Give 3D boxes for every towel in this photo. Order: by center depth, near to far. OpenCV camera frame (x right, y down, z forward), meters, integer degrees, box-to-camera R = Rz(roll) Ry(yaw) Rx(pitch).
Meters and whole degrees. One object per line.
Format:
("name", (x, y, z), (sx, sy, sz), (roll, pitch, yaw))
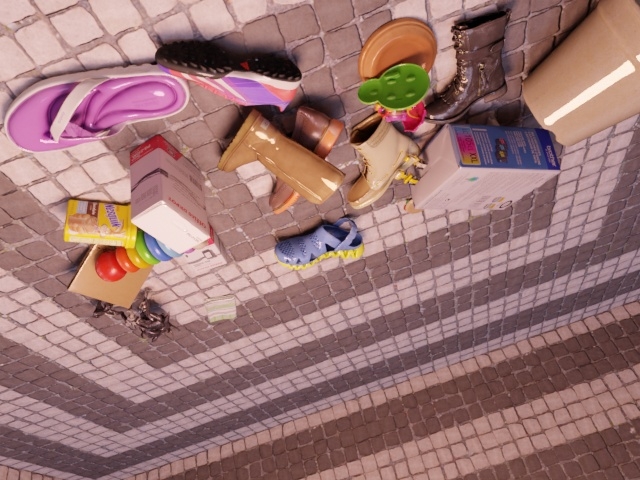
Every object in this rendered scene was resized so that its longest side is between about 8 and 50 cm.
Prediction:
("towel", (-0.374, 0.260, 1.841), (0.113, 0.023, 0.152), (-8, 142, -11))

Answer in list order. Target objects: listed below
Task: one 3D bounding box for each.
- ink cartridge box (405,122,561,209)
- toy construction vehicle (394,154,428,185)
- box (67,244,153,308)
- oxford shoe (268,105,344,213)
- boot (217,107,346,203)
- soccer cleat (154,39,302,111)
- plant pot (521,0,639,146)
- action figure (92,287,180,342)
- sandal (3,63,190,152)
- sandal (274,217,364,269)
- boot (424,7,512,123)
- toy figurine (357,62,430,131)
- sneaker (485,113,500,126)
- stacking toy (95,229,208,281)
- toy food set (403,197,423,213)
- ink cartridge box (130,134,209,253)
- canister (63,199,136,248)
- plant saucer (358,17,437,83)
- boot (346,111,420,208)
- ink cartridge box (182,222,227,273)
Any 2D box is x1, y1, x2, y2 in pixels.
("ink cartridge box", (0.491, -0.204, 1.429), (0.394, 0.151, 0.270), (1, 160, -17))
("toy construction vehicle", (0.254, -0.201, 1.379), (0.098, 0.035, 0.086), (4, 138, -38))
("box", (-0.632, 0.107, 1.480), (0.201, 0.021, 0.165), (31, 90, -45))
("oxford shoe", (-0.074, -0.213, 1.317), (0.132, 0.130, 0.364), (31, 134, -8))
("boot", (-0.107, -0.174, 1.220), (0.269, 0.089, 0.236), (35, 146, -14))
("soccer cleat", (-0.201, -0.352, 1.077), (0.317, 0.109, 0.116), (0, 144, -25))
("plant pot", (0.697, -0.412, 1.218), (0.333, 0.334, 0.305), (14, 145, -34))
("action figure", (-0.601, 0.241, 1.637), (0.275, 0.141, 0.164), (25, 126, -22))
("sandal", (-0.489, -0.277, 1.053), (0.415, 0.102, 0.169), (-19, 143, 2))
("sandal", (0.000, 0.000, 1.594), (0.317, 0.126, 0.138), (-14, 140, -19))
("boot", (0.353, -0.434, 1.221), (0.262, 0.091, 0.229), (-25, 137, 4))
("toy figurine", (0.195, -0.329, 1.209), (0.172, 0.130, 0.159), (-4, 157, 19))
("sneaker", (0.502, -0.308, 1.451), (0.061, 0.054, 0.152), (-19, 144, 6))
("stacking toy", (-0.493, 0.027, 1.394), (0.330, 0.141, 0.141), (-27, 142, 9))
("toy food set", (0.321, -0.121, 1.640), (0.082, 0.020, 0.083), (-38, 139, 25))
("ink cartridge box", (-0.370, -0.112, 1.196), (0.100, 0.237, 0.172), (-28, 141, 14))
("canister", (-0.580, -0.045, 1.293), (0.169, 0.126, 0.073), (6, 137, -25))
("plant saucer", (0.191, -0.433, 1.182), (0.199, 0.037, 0.200), (-11, 142, -9))
("boot", (0.133, -0.219, 1.373), (0.262, 0.095, 0.203), (-42, 138, 19))
("ink cartridge box", (-0.367, 0.027, 1.516), (0.109, 0.063, 0.151), (-18, 143, 1))
